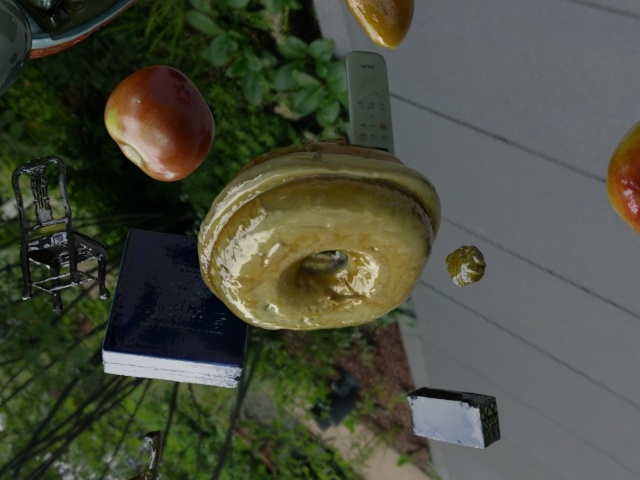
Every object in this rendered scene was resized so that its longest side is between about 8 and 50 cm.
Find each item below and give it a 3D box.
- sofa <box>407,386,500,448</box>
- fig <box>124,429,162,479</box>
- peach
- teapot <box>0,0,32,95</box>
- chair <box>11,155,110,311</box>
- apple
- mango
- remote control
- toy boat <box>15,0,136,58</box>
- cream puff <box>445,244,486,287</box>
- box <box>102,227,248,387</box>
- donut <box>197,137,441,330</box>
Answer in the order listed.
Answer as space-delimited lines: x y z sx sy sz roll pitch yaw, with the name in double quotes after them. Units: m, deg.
0.171 0.227 0.969 0.118 0.039 0.060 -3 95 47 "sofa"
-0.338 0.495 1.349 0.216 0.321 0.217 24 -175 -2 "fig"
0.697 -0.124 1.405 0.308 0.332 0.308 39 145 35 "peach"
-0.380 -0.245 0.690 0.183 0.183 0.251 33 144 31 "teapot"
-0.430 -0.012 1.241 0.113 0.106 0.229 48 -150 -69 "chair"
-0.227 -0.171 1.086 0.163 0.139 0.163 36 162 14 "apple"
0.125 -0.499 1.543 0.102 0.141 0.217 16 131 54 "mango"
0.096 -0.238 1.478 0.090 0.310 0.038 4 156 -14 "remote control"
-0.368 -0.361 1.056 0.145 0.332 0.133 46 142 -4 "toy boat"
0.266 0.046 1.356 0.083 0.058 0.083 -111 30 -53 "cream puff"
-0.273 0.131 1.486 0.261 0.279 0.116 9 145 -9 "box"
0.000 0.000 1.349 0.449 0.448 0.198 71 -176 -49 "donut"
